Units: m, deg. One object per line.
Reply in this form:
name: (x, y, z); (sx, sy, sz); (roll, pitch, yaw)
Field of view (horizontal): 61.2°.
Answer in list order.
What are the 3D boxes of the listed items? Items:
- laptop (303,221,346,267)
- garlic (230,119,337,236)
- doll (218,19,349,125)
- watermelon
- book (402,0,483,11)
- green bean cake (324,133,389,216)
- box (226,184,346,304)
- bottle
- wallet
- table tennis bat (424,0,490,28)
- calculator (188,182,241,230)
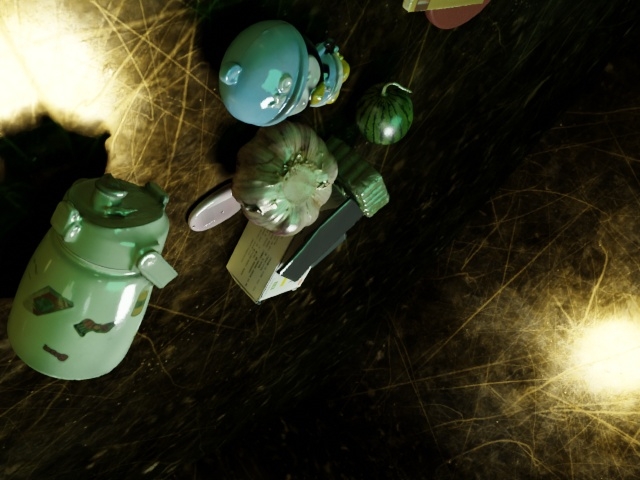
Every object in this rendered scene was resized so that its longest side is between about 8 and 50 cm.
laptop: (0.015, -0.005, 1.363); (0.129, 0.016, 0.180); (-40, 158, -13)
garlic: (-0.083, -0.137, 1.142); (0.245, 0.161, 0.244); (-15, 119, -30)
doll: (-0.060, -0.282, 0.931); (0.314, 0.141, 0.177); (-20, 146, -53)
watermelon: (0.149, -0.310, 1.266); (0.141, 0.141, 0.187); (-38, 155, -16)
book: (0.303, -0.634, 1.017); (0.269, 0.032, 0.388); (-24, 146, -35)
green bean cake: (0.079, -0.160, 1.354); (0.094, 0.183, 0.185); (-41, 160, -4)
box: (-0.090, -0.006, 1.389); (0.173, 0.145, 0.332); (-16, 145, -48)
bottle: (-0.364, 0.038, 0.901); (0.229, 0.229, 0.351); (-12, 139, -55)
wallet: (0.000, 0.000, 1.283); (0.244, 0.025, 0.124); (-45, 159, 4)
table tennis bat: (0.388, -0.628, 1.225); (0.415, 0.051, 0.268); (-33, 155, -23)
calculator: (-0.218, -0.076, 1.190); (0.166, 0.024, 0.103); (-35, 157, -19)
